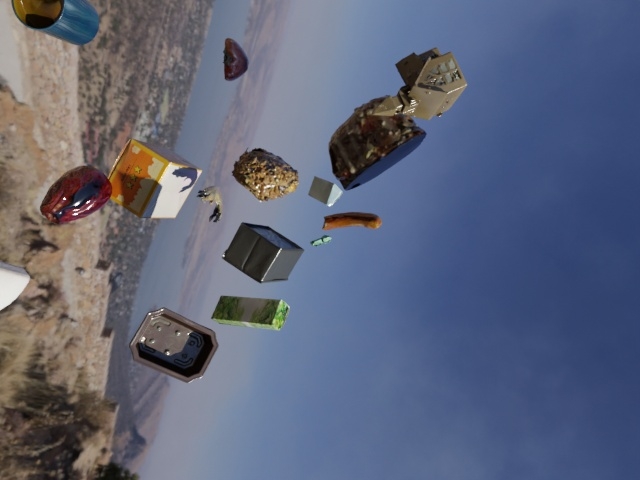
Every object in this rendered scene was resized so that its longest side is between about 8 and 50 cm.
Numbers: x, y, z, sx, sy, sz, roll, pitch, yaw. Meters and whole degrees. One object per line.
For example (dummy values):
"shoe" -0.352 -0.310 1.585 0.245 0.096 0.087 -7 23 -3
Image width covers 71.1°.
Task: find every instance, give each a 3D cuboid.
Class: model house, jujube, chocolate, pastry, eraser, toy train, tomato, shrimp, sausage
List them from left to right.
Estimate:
"eraser" -0.924 0.119 1.182 0.174 0.095 0.270 -42 170 -11
"jujube" -0.821 -0.147 1.510 0.236 0.168 0.168 -57 180 -38
"shrimp" -0.442 -0.145 1.801 0.219 0.046 0.152 -35 121 -81
"tomato" -0.328 -0.705 1.750 0.139 0.091 0.159 -104 -165 -78
"pastry" -0.218 -0.240 1.750 0.192 0.275 0.275 -56 -162 21
"toy train" 0.000 0.000 1.812 0.045 0.092 0.029 17 -59 54
"sausage" 0.150 -0.096 2.201 0.102 0.302 0.076 -75 157 -49
"chocolate" 0.165 -0.340 1.497 0.340 0.210 0.225 -34 175 33
"model house" 0.248 -0.426 1.272 0.181 0.248 0.176 117 -52 -81

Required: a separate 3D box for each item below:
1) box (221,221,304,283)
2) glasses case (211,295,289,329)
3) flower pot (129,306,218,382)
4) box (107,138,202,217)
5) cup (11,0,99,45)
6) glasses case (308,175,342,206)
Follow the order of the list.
"box" -0.279 0.066 2.274 0.204 0.251 0.345 -60 165 8
"glasses case" -0.239 0.244 1.514 0.272 0.062 0.095 0 -124 33
"flower pot" -0.465 0.327 1.420 0.084 0.251 0.178 -5 -125 61
"box" -0.695 -0.252 1.870 0.259 0.214 0.283 -57 172 8
"cup" -0.562 -0.514 0.978 0.150 0.113 0.138 -55 -178 10
"glasses case" 0.020 -0.227 2.080 0.266 0.056 0.105 38 -69 65
